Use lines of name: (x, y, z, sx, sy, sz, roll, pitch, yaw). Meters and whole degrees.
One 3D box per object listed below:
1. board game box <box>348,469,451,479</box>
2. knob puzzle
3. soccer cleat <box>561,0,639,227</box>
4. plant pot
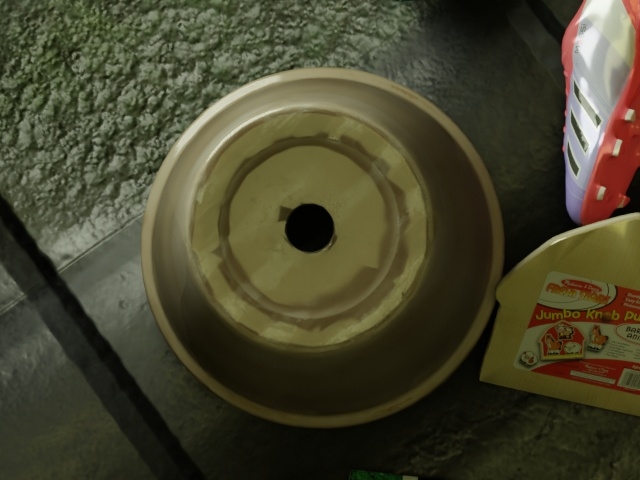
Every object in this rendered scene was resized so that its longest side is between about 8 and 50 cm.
board game box: (0.078, 0.297, 1.462, 0.136, 0.260, 0.030, 3, 129, 4)
knob puzzle: (0.242, 0.055, 1.508, 0.213, 0.030, 0.213, 1, 123, 1)
soccer cleat: (0.247, -0.135, 1.558, 0.095, 0.083, 0.248, 15, 92, 33)
plant pot: (0.000, 0.000, 1.451, 0.323, 0.280, 0.323, 0, 86, 1)
